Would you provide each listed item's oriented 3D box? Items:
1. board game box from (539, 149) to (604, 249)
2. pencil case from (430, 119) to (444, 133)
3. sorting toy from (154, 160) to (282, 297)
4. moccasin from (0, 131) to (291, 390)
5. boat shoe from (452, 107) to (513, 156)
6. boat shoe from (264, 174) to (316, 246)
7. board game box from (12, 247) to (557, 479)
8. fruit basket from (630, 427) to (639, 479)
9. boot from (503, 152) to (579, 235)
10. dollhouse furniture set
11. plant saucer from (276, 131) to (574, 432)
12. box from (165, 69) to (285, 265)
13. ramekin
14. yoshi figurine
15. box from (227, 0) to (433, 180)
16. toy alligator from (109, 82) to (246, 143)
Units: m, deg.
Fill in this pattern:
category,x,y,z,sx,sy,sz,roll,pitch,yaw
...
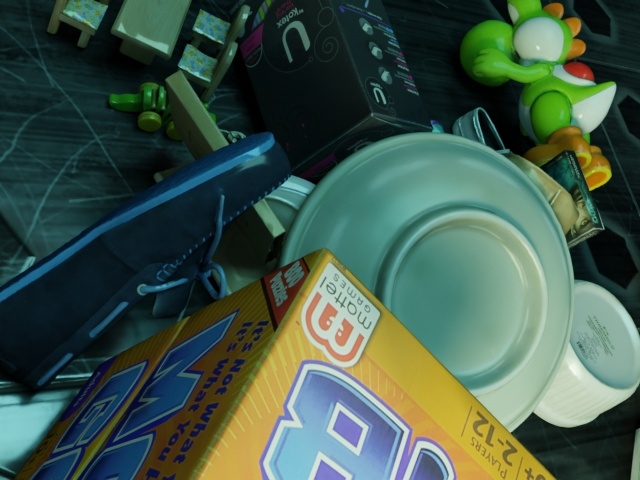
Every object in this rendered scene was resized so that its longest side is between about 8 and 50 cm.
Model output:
category,x,y,z,sx,sy,sz,roll,pitch,yaw
board game box,0.320,-0.032,1.211,0.026,0.186,0.126,0,64,-33
pencil case,0.164,-0.102,1.223,0.070,0.064,0.152,21,52,-45
sorting toy,-0.087,-0.023,1.022,0.208,0.038,0.193,-25,80,-46
moccasin,-0.166,0.021,0.792,0.117,0.342,0.138,57,11,-13
boat shoe,0.279,-0.128,1.321,0.066,0.063,0.184,-7,69,-38
boat shoe,0.000,0.000,0.989,0.226,0.083,0.076,31,46,-23
board game box,-0.055,0.295,0.611,0.356,0.356,0.356,45,47,-16
fruit basket,0.598,0.402,1.212,0.353,0.165,0.327,47,46,-25
boot,0.262,0.059,1.091,0.236,0.089,0.269,38,83,-13
dollhouse furniture set,-0.186,-0.337,1.033,0.212,0.161,0.242,23,51,-17
plant saucer,0.149,0.069,0.959,0.400,0.100,0.400,0,89,-20
box,-0.105,-0.072,0.905,0.021,0.164,0.201,-32,84,-11
ramekin,0.369,0.155,1.191,0.207,0.109,0.207,17,56,-27
yoshi figurine,0.336,-0.243,1.368,0.203,0.203,0.362,-2,63,-14
box,0.008,-0.232,1.103,0.143,0.165,0.270,3,62,-50
toy alligator,-0.166,-0.159,1.029,0.189,0.051,0.056,14,57,-29
